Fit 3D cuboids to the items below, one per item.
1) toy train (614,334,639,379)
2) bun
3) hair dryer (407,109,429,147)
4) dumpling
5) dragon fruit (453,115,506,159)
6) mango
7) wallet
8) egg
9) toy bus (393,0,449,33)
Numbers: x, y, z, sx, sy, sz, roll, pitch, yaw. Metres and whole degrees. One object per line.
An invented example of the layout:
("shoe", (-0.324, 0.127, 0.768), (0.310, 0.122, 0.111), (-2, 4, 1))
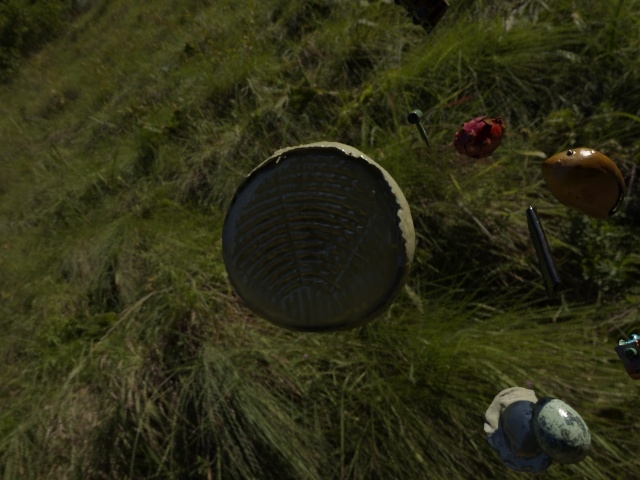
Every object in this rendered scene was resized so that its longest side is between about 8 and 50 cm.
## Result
("toy train", (0.784, 0.272, 1.145), (0.188, 0.099, 0.072), (-3, -22, -38))
("bun", (0.002, -0.003, 0.919), (0.364, 0.364, 0.202), (-43, -4, 14))
("hair dryer", (0.375, -0.416, 1.794), (0.047, 0.150, 0.071), (-19, 13, 31))
("dumpling", (0.580, 0.551, 1.399), (0.193, 0.147, 0.258), (-15, 43, 26))
("dragon fruit", (0.501, -0.319, 1.490), (0.165, 0.133, 0.136), (-32, 15, -2))
("mango", (0.727, -0.152, 1.303), (0.166, 0.236, 0.136), (-27, 29, 42))
("wallet", (0.817, 0.049, 1.750), (0.045, 0.318, 0.172), (-13, -33, 16))
("egg", (0.626, 0.496, 1.254), (0.132, 0.172, 0.132), (-11, -39, -9))
("toy bus", (0.304, -0.732, 1.453), (0.103, 0.182, 0.091), (-45, 7, 8))
